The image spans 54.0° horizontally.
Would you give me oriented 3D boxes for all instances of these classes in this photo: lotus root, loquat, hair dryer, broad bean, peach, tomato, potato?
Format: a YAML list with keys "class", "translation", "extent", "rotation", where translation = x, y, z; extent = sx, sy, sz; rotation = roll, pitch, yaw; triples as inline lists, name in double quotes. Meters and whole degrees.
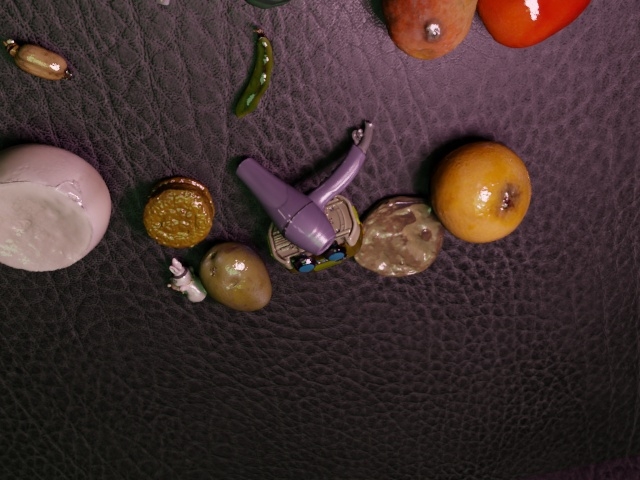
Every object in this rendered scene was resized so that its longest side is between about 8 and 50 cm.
- class: "lotus root"
  translation: [-0.620, -0.395, 1.378]
  extent: [0.152, 0.063, 0.072]
  rotation: [24, 148, -31]
- class: "loquat"
  translation: [0.409, -0.122, 1.606]
  extent: [0.263, 0.263, 0.263]
  rotation: [-4, 128, -5]
- class: "hair dryer"
  translation: [-0.004, -0.174, 1.580]
  extent: [0.361, 0.121, 0.301]
  rotation: [-45, 79, -3]
- class: "broad bean"
  translation: [-0.151, -0.384, 1.464]
  extent: [0.069, 0.039, 0.227]
  rotation: [4, 126, -18]
- class: "peach"
  translation: [0.232, -0.484, 1.319]
  extent: [0.232, 0.232, 0.232]
  rotation: [-4, 128, -5]
- class: "tomato"
  translation: [0.456, -0.539, 1.336]
  extent: [0.260, 0.180, 0.260]
  rotation: [-5, 121, -8]
- class: "potato"
  translation: [-0.227, 0.110, 1.763]
  extent: [0.174, 0.159, 0.251]
  rotation: [-9, 142, 30]

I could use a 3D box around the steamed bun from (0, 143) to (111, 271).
- class: "steamed bun"
  translation: [-0.674, -0.087, 1.517]
  extent: [0.324, 0.206, 0.324]
  rotation: [-4, 130, -4]

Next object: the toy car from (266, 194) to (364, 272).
- class: "toy car"
  translation: [0.000, 0.000, 1.712]
  extent: [0.248, 0.204, 0.198]
  rotation: [-21, 151, 9]

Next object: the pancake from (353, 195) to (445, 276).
- class: "pancake"
  translation: [0.224, -0.012, 1.794]
  extent: [0.294, 0.049, 0.294]
  rotation: [-4, 131, -5]

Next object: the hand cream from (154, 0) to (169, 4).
- class: "hand cream"
  translation: [-0.290, -0.641, 1.241]
  extent: [0.124, 0.078, 0.341]
  rotation: [10, 118, -14]

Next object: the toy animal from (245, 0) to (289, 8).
- class: "toy animal"
  translation: [-0.072, -0.614, 1.202]
  extent: [0.191, 0.216, 0.338]
  rotation: [-11, 137, -34]

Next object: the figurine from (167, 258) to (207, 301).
- class: "figurine"
  translation: [-0.396, 0.121, 1.794]
  extent: [0.098, 0.081, 0.146]
  rotation: [-37, 123, 20]

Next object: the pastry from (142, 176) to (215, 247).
- class: "pastry"
  translation: [-0.367, -0.073, 1.633]
  extent: [0.188, 0.103, 0.189]
  rotation: [-4, 127, -5]
